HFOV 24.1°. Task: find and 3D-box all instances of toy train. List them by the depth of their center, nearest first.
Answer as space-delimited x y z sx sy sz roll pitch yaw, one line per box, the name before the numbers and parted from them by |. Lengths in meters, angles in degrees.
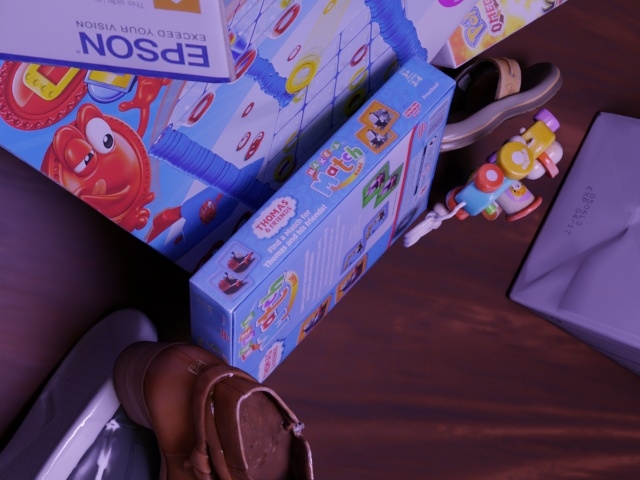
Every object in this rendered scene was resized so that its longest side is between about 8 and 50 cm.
toy train | 0.122 -0.032 1.060 0.046 0.166 0.125 47 115 1

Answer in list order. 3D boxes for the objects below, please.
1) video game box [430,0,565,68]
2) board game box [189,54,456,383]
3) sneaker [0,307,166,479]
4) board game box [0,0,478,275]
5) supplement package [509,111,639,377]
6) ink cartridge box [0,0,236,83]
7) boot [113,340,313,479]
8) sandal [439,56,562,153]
video game box | 0.126 -0.257 1.083 0.187 0.048 0.205 -32 118 -20
board game box | 0.000 0.000 0.954 0.211 0.039 0.160 -47 164 -24
sneaker | -0.161 0.202 0.975 0.147 0.104 0.295 46 72 -29
board game box | -0.052 -0.148 0.878 0.308 0.086 0.302 -52 147 0
supplement package | 0.336 0.046 1.229 0.293 0.175 0.177 29 85 -36
ink cartridge box | -0.198 -0.218 0.622 0.330 0.324 0.071 85 16 -53
boot | -0.043 0.149 0.905 0.073 0.152 0.197 -43 117 -23
sandal | 0.116 -0.105 1.083 0.180 0.072 0.049 -29 99 -46
